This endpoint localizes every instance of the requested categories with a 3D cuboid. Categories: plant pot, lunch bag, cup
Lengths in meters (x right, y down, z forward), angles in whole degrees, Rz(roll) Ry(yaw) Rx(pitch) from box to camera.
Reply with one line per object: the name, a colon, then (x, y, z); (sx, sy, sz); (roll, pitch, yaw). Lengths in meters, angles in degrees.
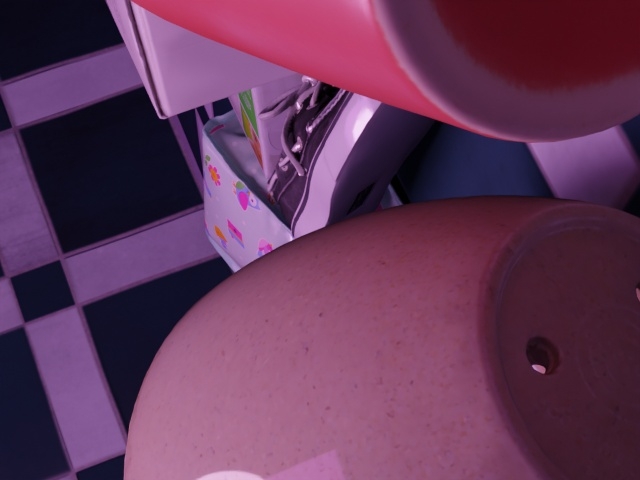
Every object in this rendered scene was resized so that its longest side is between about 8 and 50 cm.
plant pot: (0.037, -0.172, 0.467); (0.243, 0.275, 0.275); (44, 154, 49)
lunch bag: (0.000, 0.000, 1.250); (0.262, 0.160, 0.223); (51, 160, 18)
cup: (0.093, 0.106, 0.650); (0.237, 0.331, 0.331); (-43, 65, 52)

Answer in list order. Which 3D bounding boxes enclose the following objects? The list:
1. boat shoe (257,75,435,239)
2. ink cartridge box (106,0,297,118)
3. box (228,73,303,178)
boat shoe: (0.015, -0.090, 0.998); (0.105, 0.113, 0.306); (52, 162, 11)
ink cartridge box: (-0.070, -0.259, 0.897); (0.129, 0.223, 0.307); (82, 165, -50)
box: (-0.047, -0.235, 1.118); (0.231, 0.127, 0.262); (83, 164, -59)
